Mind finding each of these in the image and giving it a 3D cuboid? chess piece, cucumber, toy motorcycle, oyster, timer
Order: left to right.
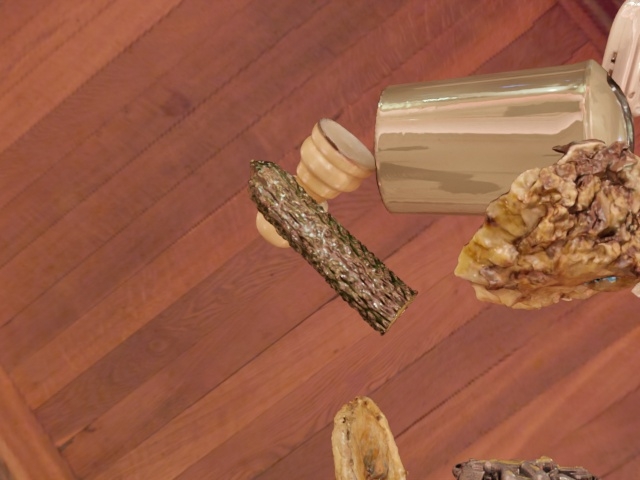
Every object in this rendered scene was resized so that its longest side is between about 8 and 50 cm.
[{"bbox_3d":[-0.026,-0.096,1.621,0.143,0.143,0.261,46,114,7],"label":"chess piece"},{"bbox_3d":[0.000,0.000,1.377,0.359,0.096,0.096,43,96,10],"label":"cucumber"},{"bbox_3d":[0.242,0.296,1.030,0.193,0.124,0.061,-1,89,30],"label":"toy motorcycle"},{"bbox_3d":[0.261,0.007,0.853,0.214,0.083,0.223,22,124,-18],"label":"oyster"},{"bbox_3d":[0.630,-0.355,1.617,0.087,0.262,0.237,28,123,36],"label":"timer"}]

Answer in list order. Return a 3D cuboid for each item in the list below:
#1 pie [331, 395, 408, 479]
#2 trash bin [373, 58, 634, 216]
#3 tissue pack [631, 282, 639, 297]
[{"bbox_3d":[0.083,0.391,1.377,0.055,0.274,0.274,-14,87,20],"label":"pie"},{"bbox_3d":[0.334,-0.171,1.517,0.432,0.280,0.280,0,89,21],"label":"trash bin"},{"bbox_3d":[0.762,0.018,1.776,0.145,0.159,0.229,41,66,4],"label":"tissue pack"}]
